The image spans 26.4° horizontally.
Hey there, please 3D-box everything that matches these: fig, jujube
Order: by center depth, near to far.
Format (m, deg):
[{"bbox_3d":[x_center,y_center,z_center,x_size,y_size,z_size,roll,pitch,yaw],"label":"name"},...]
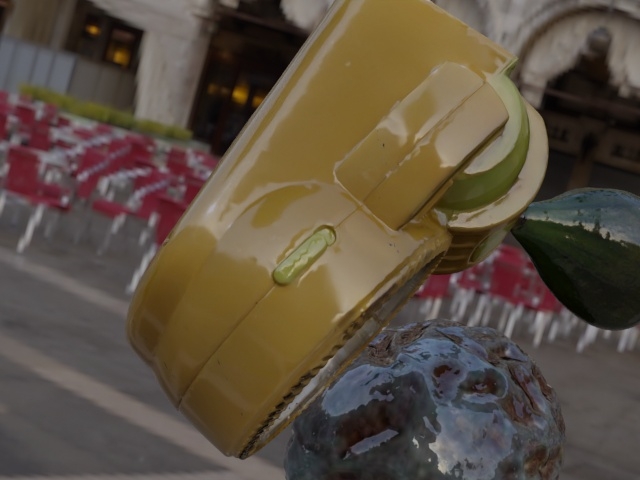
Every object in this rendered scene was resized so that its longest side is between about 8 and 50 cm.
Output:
[{"bbox_3d":[0.218,0.000,1.135,0.177,0.117,0.117,26,1,-21],"label":"fig"},{"bbox_3d":[0.098,0.182,1.235,0.246,0.215,0.308,14,9,6],"label":"jujube"}]

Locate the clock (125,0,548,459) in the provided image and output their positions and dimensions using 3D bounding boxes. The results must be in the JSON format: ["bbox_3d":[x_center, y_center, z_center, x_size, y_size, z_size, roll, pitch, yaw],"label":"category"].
[{"bbox_3d":[0.000,0.000,0.972,0.200,0.317,0.244,40,-14,10],"label":"clock"}]
